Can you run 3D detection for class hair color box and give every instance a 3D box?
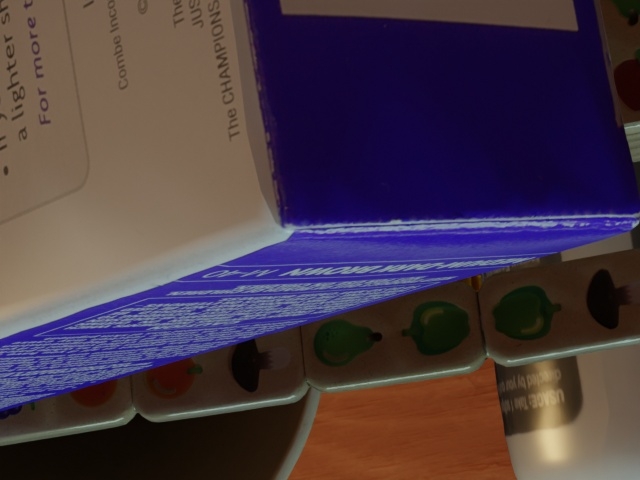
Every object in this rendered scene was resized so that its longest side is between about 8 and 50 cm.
[{"bbox_3d":[-0.087,-0.054,0.482,0.110,0.185,0.339,-2,169,-41],"label":"hair color box"}]

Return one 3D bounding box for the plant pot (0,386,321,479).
[{"bbox_3d":[-0.134,0.033,0.935,0.256,0.257,0.274,-8,-176,-4],"label":"plant pot"}]

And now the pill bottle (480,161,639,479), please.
[{"bbox_3d":[0.149,0.009,0.699,0.176,0.319,0.176,-8,172,-1],"label":"pill bottle"}]

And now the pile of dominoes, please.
[{"bbox_3d":[-0.009,-0.048,0.593,0.251,0.196,0.040,-10,163,10],"label":"pile of dominoes"}]

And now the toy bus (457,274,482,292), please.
[{"bbox_3d":[0.000,0.000,1.136,0.211,0.149,0.220,2,178,19],"label":"toy bus"}]
